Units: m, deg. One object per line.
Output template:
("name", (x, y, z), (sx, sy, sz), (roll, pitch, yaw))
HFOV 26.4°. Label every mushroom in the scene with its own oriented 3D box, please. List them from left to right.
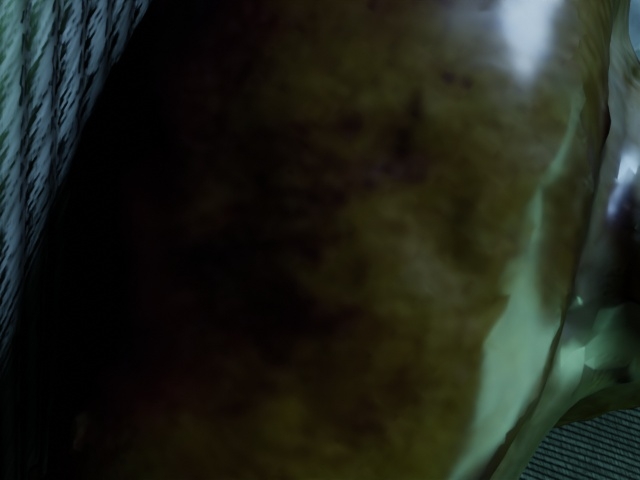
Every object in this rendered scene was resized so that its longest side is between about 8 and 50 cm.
("mushroom", (0.037, 0.039, 0.502), (0.345, 0.259, 0.345), (19, 90, -85))

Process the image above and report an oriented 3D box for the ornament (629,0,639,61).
("ornament", (0.250, -0.281, 1.415), (0.337, 0.337, 0.337), (19, 90, -86))
